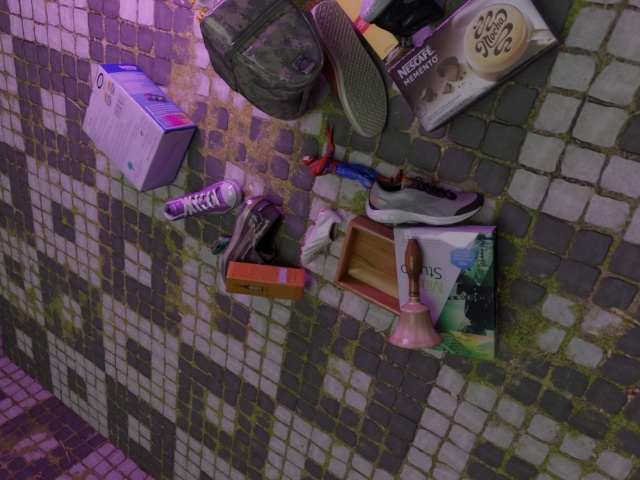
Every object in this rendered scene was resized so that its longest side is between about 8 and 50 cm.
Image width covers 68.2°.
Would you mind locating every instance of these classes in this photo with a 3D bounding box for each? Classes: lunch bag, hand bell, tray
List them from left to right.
[{"bbox_3d":[-0.115,-0.428,1.120,0.213,0.305,0.256,-42,94,-6],"label":"lunch bag"},{"bbox_3d":[0.244,0.106,1.247,0.411,0.076,0.202,25,120,22],"label":"tray"},{"bbox_3d":[0.220,0.117,1.103,0.126,0.126,0.241,2,97,33],"label":"hand bell"}]

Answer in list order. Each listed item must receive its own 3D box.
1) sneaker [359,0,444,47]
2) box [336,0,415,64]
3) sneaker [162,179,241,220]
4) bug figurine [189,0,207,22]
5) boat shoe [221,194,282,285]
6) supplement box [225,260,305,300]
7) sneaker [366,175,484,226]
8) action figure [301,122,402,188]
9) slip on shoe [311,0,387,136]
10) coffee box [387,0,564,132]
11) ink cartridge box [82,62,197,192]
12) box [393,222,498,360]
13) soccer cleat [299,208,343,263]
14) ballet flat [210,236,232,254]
[{"bbox_3d":[0.208,-0.546,1.000,0.153,0.101,0.268,31,94,-22],"label":"sneaker"},{"bbox_3d":[0.116,-0.511,1.084,0.058,0.087,0.232,-39,86,37],"label":"box"},{"bbox_3d":[-0.393,-0.115,1.527,0.282,0.161,0.102,-13,99,35],"label":"sneaker"},{"bbox_3d":[-0.279,-0.684,1.286,0.216,0.072,0.278,-22,100,43],"label":"bug figurine"},{"bbox_3d":[-0.212,0.034,1.483,0.130,0.132,0.355,32,124,20],"label":"boat shoe"},{"bbox_3d":[-0.167,0.124,1.443,0.234,0.080,0.078,6,133,-8],"label":"supplement box"},{"bbox_3d":[0.244,-0.097,1.108,0.272,0.100,0.107,0,115,8],"label":"sneaker"},{"bbox_3d":[0.070,-0.217,1.227,0.281,0.091,0.138,15,122,27],"label":"action figure"},{"bbox_3d":[0.064,-0.408,1.157,0.331,0.123,0.101,62,162,-9],"label":"slip on shoe"},{"bbox_3d":[0.313,-0.381,0.983,0.297,0.119,0.168,-32,90,37],"label":"coffee box"},{"bbox_3d":[-0.630,-0.398,1.577,0.395,0.151,0.270,44,125,10],"label":"ink cartridge box"},{"bbox_3d":[0.301,0.119,1.133,0.233,0.058,0.321,3,111,33],"label":"box"},{"bbox_3d":[0.000,0.000,1.372,0.076,0.068,0.196,33,120,15],"label":"soccer cleat"},{"bbox_3d":[-0.342,0.009,1.618,0.114,0.041,0.041,-36,87,36],"label":"ballet flat"}]
